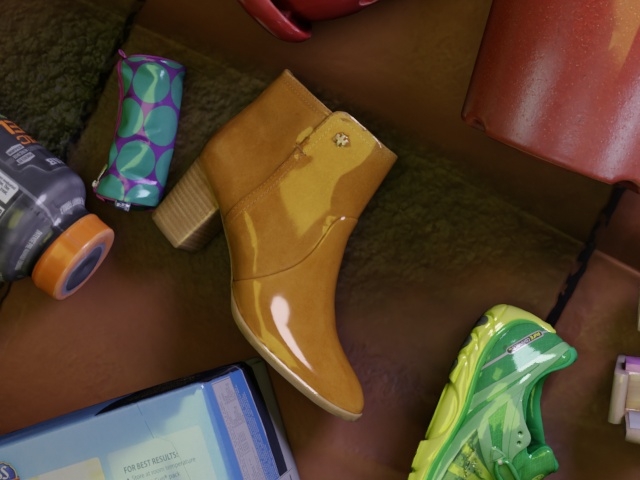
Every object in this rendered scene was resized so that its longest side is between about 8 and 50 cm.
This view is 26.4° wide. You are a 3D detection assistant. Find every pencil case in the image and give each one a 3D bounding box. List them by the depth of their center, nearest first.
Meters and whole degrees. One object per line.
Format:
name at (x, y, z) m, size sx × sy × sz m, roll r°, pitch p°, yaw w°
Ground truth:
pencil case at (-0.176, -0.104, 1.320) m, size 0.070 × 0.064 × 0.151 m, roll 11°, pitch 92°, yaw -15°

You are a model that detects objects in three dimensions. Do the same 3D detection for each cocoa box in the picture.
cocoa box at (-0.201, 0.270, 1.244) m, size 0.347 × 0.228 × 0.231 m, roll -18°, pitch 87°, yaw 9°

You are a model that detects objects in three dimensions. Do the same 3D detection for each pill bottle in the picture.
pill bottle at (-0.317, -0.048, 1.312) m, size 0.246 × 0.130 × 0.130 m, roll 38°, pitch 96°, yaw 7°

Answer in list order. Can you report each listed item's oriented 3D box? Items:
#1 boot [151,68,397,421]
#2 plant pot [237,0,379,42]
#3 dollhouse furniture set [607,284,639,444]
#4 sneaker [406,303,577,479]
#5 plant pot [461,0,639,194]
boot at (0.000, -0.001, 1.272) m, size 0.211 × 0.104 × 0.295 m, roll -43°, pitch 80°, yaw 8°
plant pot at (-0.006, -0.283, 1.230) m, size 0.174 × 0.191 × 0.191 m, roll -34°, pitch 85°, yaw 14°
dollhouse furniture set at (0.401, 0.038, 1.130) m, size 0.286 × 0.198 × 0.303 m, roll 6°, pitch 101°, yaw 9°
sneaker at (0.150, 0.208, 1.244) m, size 0.124 × 0.109 × 0.295 m, roll 21°, pitch 94°, yaw 13°
plant pot at (0.257, -0.191, 1.159) m, size 0.272 × 0.272 × 0.265 m, roll 22°, pitch 102°, yaw 9°
